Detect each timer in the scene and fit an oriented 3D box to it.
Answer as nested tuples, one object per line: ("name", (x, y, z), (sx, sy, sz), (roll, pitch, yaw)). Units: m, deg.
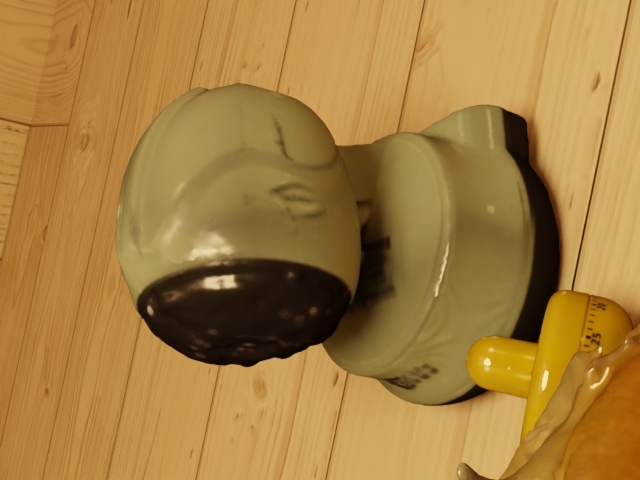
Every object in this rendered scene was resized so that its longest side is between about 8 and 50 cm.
("timer", (0.135, 0.080, 0.644), (0.107, 0.109, 0.107), (11, -90, -77))

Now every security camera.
("security camera", (0.000, 0.000, 0.739), (0.197, 0.277, 0.191), (-32, 51, 51))

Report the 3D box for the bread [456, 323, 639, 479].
("bread", (0.200, 0.196, 0.385), (0.389, 0.236, 0.183), (60, 151, 34))
